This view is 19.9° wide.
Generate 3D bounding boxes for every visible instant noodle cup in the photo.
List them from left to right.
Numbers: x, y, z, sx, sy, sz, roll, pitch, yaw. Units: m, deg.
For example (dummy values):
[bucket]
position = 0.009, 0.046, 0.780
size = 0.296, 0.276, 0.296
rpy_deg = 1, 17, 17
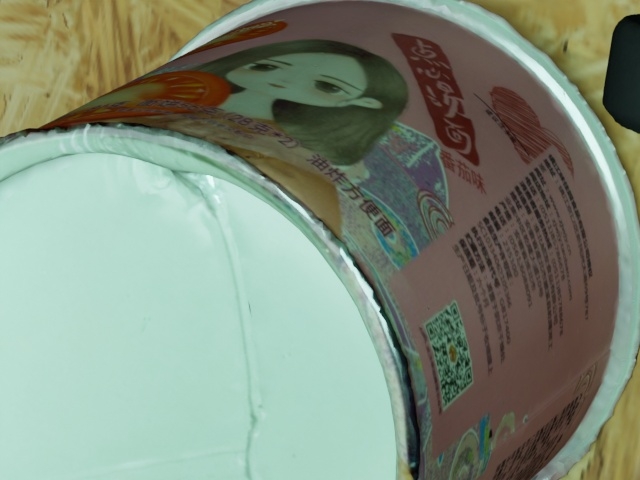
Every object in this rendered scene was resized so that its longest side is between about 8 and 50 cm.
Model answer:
[instant noodle cup]
position = -0.022, 0.035, 0.664
size = 0.243, 0.231, 0.243
rpy_deg = 5, 104, 20

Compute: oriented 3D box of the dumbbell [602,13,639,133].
[dumbbell]
position = 0.157, -0.126, 0.610
size = 0.100, 0.100, 0.191
rpy_deg = 20, 108, 44
